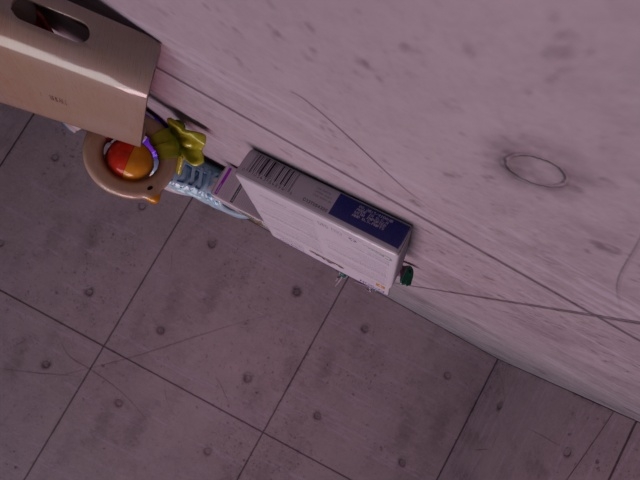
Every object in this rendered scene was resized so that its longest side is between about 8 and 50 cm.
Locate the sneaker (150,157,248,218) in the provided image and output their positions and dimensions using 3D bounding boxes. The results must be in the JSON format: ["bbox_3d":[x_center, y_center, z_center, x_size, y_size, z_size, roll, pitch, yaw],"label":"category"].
[{"bbox_3d":[-0.311,-0.166,1.211,0.366,0.135,0.150,22,173,-37],"label":"sneaker"}]

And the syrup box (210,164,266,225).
[{"bbox_3d":[-0.153,-0.096,1.103,0.237,0.096,0.093,29,173,7],"label":"syrup box"}]

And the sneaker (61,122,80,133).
[{"bbox_3d":[-0.940,-0.502,1.529,0.087,0.092,0.228,27,156,47],"label":"sneaker"}]

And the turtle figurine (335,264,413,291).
[{"bbox_3d":[0.128,0.075,1.149,0.175,0.118,0.234,15,168,-33],"label":"turtle figurine"}]

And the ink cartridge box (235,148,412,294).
[{"bbox_3d":[0.016,-0.020,0.869,0.324,0.071,0.330,27,167,14],"label":"ink cartridge box"}]

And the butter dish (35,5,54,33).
[{"bbox_3d":[-0.491,-0.320,0.614,0.160,0.118,0.160,32,175,-24],"label":"butter dish"}]

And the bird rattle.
[{"bbox_3d":[-0.352,-0.184,0.797,0.254,0.206,0.143,24,168,-35],"label":"bird rattle"}]

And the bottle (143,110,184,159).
[{"bbox_3d":[-0.431,-0.264,0.978,0.118,0.092,0.283,25,173,32],"label":"bottle"}]

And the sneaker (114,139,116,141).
[{"bbox_3d":[-0.494,-0.280,1.305,0.283,0.110,0.122,27,158,-7],"label":"sneaker"}]

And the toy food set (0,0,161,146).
[{"bbox_3d":[-0.346,-0.234,0.587,0.220,0.092,0.306,16,170,-23],"label":"toy food set"}]
